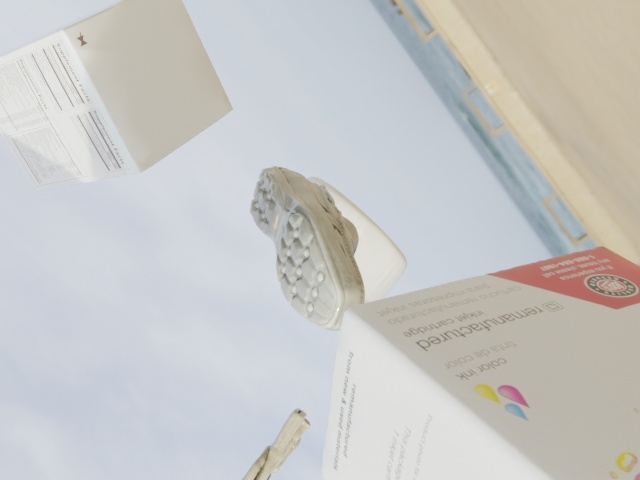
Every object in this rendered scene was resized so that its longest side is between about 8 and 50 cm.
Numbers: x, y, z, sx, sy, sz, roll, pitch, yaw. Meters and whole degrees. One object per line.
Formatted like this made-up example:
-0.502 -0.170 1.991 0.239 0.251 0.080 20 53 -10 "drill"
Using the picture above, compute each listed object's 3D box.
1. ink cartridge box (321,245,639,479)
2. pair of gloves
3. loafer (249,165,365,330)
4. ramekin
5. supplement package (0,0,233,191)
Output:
0.175 0.134 0.389 0.226 0.131 0.306 -10 -152 -32 "ink cartridge box"
-0.081 0.358 1.236 0.042 0.204 0.240 37 167 7 "pair of gloves"
0.000 0.000 0.946 0.111 0.112 0.319 9 -152 -22 "loafer"
0.028 0.010 1.417 0.277 0.135 0.277 42 176 4 "ramekin"
-0.308 -0.209 1.091 0.199 0.262 0.198 -44 -61 -41 "supplement package"
